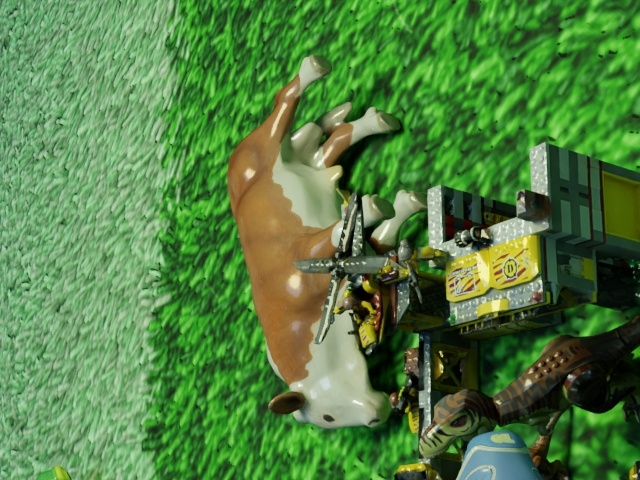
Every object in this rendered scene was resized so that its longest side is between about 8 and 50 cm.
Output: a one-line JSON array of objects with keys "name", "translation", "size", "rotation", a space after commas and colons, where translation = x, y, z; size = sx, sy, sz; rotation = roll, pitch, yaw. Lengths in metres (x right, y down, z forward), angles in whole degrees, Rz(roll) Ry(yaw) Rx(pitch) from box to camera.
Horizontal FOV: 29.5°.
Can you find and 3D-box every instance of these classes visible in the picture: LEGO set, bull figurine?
[{"name": "LEGO set", "translation": [0.098, 0.081, 0.729], "size": [0.331, 0.192, 0.255], "rotation": [-9, 72, 54]}, {"name": "bull figurine", "translation": [0.000, 0.000, 0.989], "size": [0.188, 0.101, 0.310], "rotation": [-50, 44, 28]}]

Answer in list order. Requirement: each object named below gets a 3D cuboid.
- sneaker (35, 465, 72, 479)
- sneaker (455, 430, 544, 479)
[{"name": "sneaker", "translation": [-0.351, 0.373, 1.345], "size": [0.296, 0.123, 0.109], "rotation": [-59, 37, 23]}, {"name": "sneaker", "translation": [0.090, 0.187, 0.653], "size": [0.081, 0.080, 0.211], "rotation": [-98, 15, -45]}]
